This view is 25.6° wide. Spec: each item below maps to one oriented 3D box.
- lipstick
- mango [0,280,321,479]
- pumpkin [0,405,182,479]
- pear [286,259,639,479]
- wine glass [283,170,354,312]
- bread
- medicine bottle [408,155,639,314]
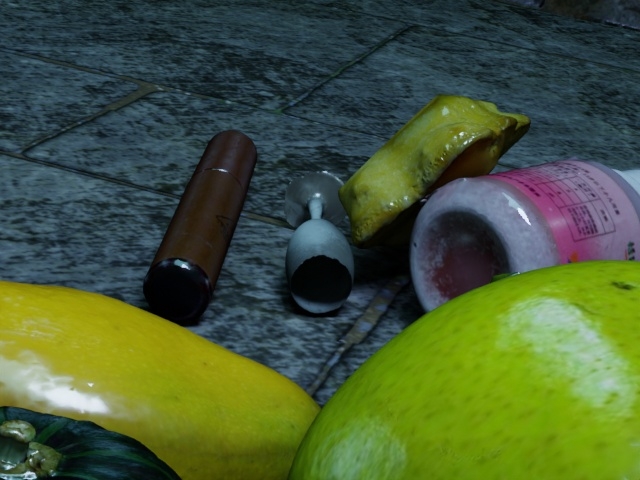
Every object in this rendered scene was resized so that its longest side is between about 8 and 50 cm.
[{"bbox_3d":[-0.099,-0.022,1.229,0.057,0.057,0.357,9,21,0],"label":"lipstick"},{"bbox_3d":[-0.139,0.098,0.830,0.317,0.119,0.176,13,16,-14],"label":"mango"},{"bbox_3d":[-0.149,0.147,0.644,0.202,0.140,0.202,7,14,-2],"label":"pumpkin"},{"bbox_3d":[0.162,0.150,0.644,0.342,0.238,0.318,7,13,-6],"label":"pear"},{"bbox_3d":[0.000,0.000,1.205,0.066,0.066,0.198,7,20,-5],"label":"wine glass"},{"bbox_3d":[0.097,-0.065,1.232,0.088,0.161,0.233,42,15,5],"label":"bread"},{"bbox_3d":[0.195,0.005,1.158,0.247,0.147,0.147,-12,29,-43],"label":"medicine bottle"}]
